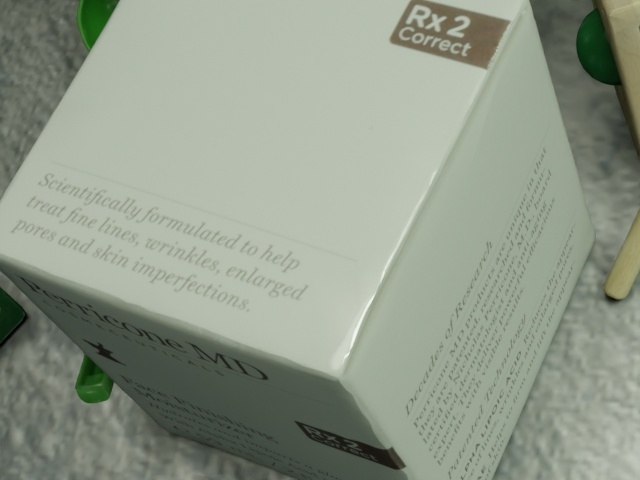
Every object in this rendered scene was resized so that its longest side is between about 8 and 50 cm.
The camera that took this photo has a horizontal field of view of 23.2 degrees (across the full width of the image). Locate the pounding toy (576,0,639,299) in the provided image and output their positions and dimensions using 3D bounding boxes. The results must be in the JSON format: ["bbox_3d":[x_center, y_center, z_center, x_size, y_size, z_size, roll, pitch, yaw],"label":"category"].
[{"bbox_3d":[0.160,-0.069,0.623,0.141,0.130,0.100,-18,47,9],"label":"pounding toy"}]

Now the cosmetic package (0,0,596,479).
[{"bbox_3d":[0.000,0.000,0.597,0.151,0.184,0.151,17,70,26],"label":"cosmetic package"}]

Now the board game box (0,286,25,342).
[{"bbox_3d":[-0.319,0.085,0.743,0.213,0.046,0.317,38,80,32],"label":"board game box"}]

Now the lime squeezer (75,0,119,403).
[{"bbox_3d":[-0.087,-0.076,0.716,0.058,0.110,0.310,-5,77,0],"label":"lime squeezer"}]
